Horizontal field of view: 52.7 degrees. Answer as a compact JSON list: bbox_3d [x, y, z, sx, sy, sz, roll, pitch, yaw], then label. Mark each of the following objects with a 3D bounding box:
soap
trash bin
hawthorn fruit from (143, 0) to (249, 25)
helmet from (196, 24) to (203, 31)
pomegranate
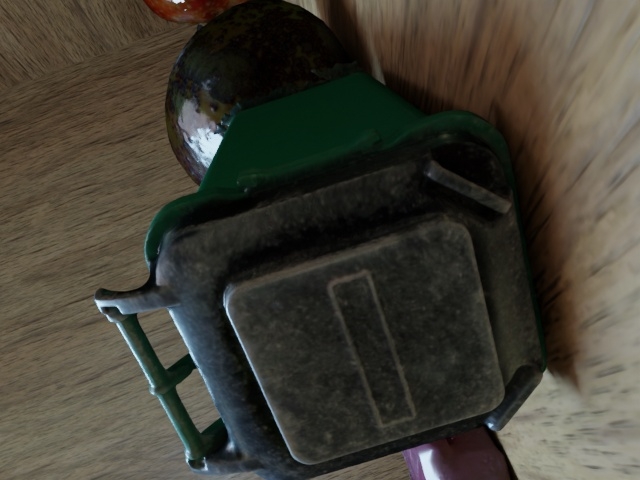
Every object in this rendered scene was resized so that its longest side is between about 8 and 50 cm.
[{"bbox_3d":[0.206,0.375,0.966,0.220,0.127,0.325,-115,5,-60],"label":"soap"},{"bbox_3d":[0.000,0.000,0.598,0.381,0.295,0.259,-101,-8,-64],"label":"trash bin"},{"bbox_3d":[-0.216,-0.548,1.143,0.287,0.286,0.331,-117,13,-75],"label":"hawthorn fruit"},{"bbox_3d":[-0.153,-0.396,1.471,0.305,0.224,0.177,71,172,-45],"label":"helmet"},{"bbox_3d":[-0.038,-0.145,0.874,0.340,0.285,0.285,40,179,-2],"label":"pomegranate"}]
